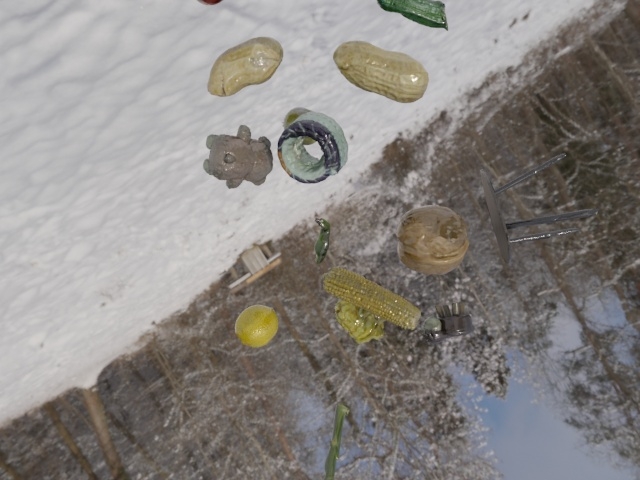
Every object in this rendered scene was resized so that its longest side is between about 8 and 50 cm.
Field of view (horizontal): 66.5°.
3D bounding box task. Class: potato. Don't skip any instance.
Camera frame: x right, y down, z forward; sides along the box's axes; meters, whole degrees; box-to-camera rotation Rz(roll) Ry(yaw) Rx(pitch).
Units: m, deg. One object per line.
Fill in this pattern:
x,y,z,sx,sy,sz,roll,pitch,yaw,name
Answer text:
-0.076,-0.466,2.003,0.248,0.169,0.143,-103,-155,-63,potato

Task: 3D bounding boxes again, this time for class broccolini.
0.036,0.576,1.232,0.074,0.078,0.392,-8,-145,19,broccolini

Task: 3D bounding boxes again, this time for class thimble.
-0.020,-0.310,1.663,0.237,0.237,0.150,-27,-163,39,thimble

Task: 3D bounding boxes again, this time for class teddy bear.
-0.289,-0.297,1.760,0.151,0.235,0.267,24,-159,30,teddy bear

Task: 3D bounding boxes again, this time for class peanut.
0.190,-0.540,1.547,0.152,0.313,0.152,17,90,-90,peanut
-0.305,-0.696,1.957,0.340,0.174,0.158,-20,-168,3,peanut

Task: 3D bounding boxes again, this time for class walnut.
0.431,-0.001,1.880,0.285,0.296,0.285,-2,-138,2,walnut

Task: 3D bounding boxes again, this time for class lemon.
-0.272,0.366,2.108,0.203,0.178,0.178,-48,-168,-25,lemon

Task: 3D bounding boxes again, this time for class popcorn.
0.152,0.280,1.820,0.169,0.189,0.218,-22,-175,45,popcorn

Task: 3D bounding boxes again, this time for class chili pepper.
0.213,-0.569,1.171,0.061,0.224,0.098,-47,-160,60,chili pepper

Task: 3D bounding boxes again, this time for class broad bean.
0.007,-0.004,1.818,0.061,0.195,0.046,-12,-148,-17,broad bean

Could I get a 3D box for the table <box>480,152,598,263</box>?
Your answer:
0.655,-0.084,1.465,0.249,0.317,0.317,-16,-170,14,table

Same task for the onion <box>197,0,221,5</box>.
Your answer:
-0.362,-0.945,1.705,0.161,0.247,0.248,12,168,-21,onion

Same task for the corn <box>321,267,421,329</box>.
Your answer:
0.133,0.152,1.321,0.086,0.288,0.086,-53,159,-32,corn

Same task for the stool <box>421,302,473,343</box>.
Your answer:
0.423,0.277,1.647,0.217,0.121,0.125,-5,169,-25,stool
